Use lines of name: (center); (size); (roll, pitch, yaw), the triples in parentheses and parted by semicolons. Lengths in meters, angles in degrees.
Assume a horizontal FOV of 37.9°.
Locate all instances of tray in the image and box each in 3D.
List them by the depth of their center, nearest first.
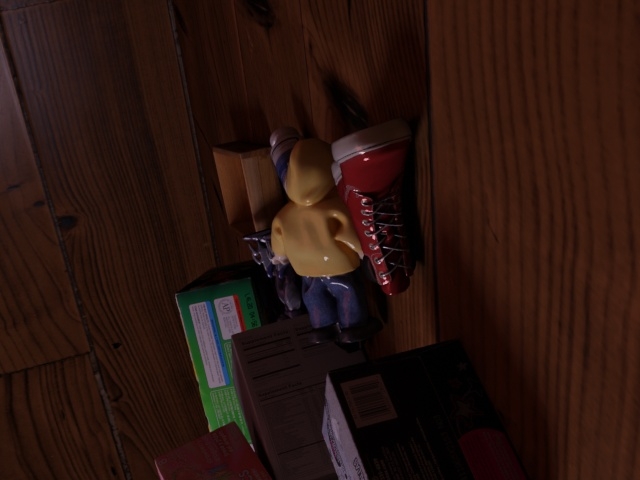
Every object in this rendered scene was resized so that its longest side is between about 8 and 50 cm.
tray: (-0.151, -0.104, 2.000); (0.411, 0.076, 0.202); (-154, 51, -73)

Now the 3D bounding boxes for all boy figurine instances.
boy figurine: (0.000, 0.000, 1.295); (0.177, 0.092, 0.285); (-8, 97, 37)

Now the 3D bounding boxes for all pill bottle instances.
pill bottle: (-0.041, -0.126, 1.482); (0.067, 0.067, 0.120); (89, 162, -47)

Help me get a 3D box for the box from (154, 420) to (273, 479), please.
box: (-0.116, 0.429, 1.361); (0.300, 0.142, 0.154); (45, 152, 50)

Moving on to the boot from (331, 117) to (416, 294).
boot: (0.074, -0.031, 1.042); (0.244, 0.089, 0.176); (101, 153, -81)

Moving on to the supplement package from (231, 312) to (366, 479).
supplement package: (-0.016, 0.280, 1.513); (0.199, 0.198, 0.262); (97, 155, -59)

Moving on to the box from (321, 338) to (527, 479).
box: (0.111, 0.258, 0.994); (0.142, 0.164, 0.247); (93, 160, -50)

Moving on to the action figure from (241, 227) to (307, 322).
action figure: (-0.058, 0.115, 1.772); (0.185, 0.099, 0.284); (-172, 65, -72)

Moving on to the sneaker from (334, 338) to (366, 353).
sneaker: (0.041, 0.108, 1.391); (0.152, 0.058, 0.084); (83, 172, -48)

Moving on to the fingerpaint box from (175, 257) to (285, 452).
fingerpaint box: (-0.141, 0.278, 1.968); (0.371, 0.163, 0.444); (-54, -49, -84)
